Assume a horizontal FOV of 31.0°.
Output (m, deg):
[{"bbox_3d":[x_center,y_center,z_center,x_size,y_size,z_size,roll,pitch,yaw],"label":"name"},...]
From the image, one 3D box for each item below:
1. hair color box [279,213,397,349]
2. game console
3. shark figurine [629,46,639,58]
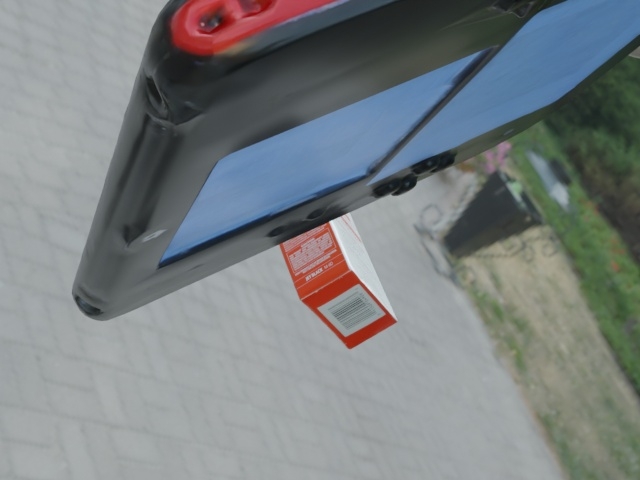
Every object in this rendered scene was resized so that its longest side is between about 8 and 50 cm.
[{"bbox_3d":[0.000,0.000,0.983,0.093,0.053,0.167,48,16,-47],"label":"hair color box"},{"bbox_3d":[0.050,-0.075,0.560,0.060,0.342,0.386,58,-21,6],"label":"game console"},{"bbox_3d":[0.491,-0.255,1.402,0.166,0.278,0.116,15,69,-14],"label":"shark figurine"}]
